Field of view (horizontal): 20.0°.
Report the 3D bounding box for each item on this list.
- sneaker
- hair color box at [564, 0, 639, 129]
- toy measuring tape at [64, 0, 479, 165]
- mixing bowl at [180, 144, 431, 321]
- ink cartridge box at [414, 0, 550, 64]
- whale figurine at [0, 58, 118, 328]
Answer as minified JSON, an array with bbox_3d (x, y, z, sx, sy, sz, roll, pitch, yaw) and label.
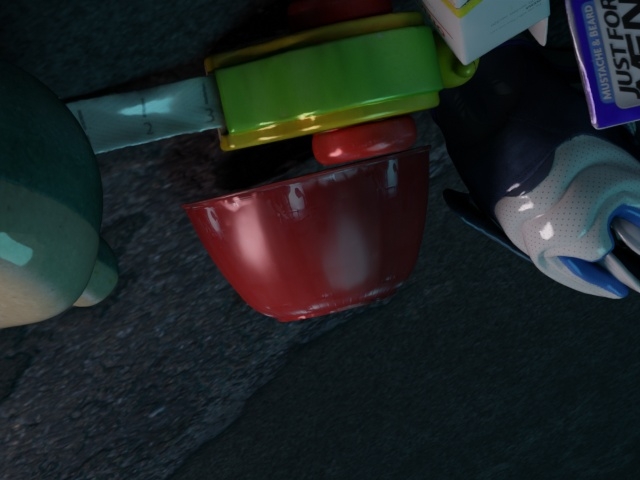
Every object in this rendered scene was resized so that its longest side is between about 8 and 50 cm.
[{"bbox_3d":[0.211,-0.033,1.392,0.130,0.236,0.323,-41,154,18],"label":"sneaker"},{"bbox_3d":[0.331,-0.176,1.193,0.339,0.110,0.185,-14,-164,10],"label":"hair color box"},{"bbox_3d":[-0.034,-0.094,1.139,0.330,0.121,0.121,-13,150,-27],"label":"toy measuring tape"},{"bbox_3d":[0.000,0.000,1.277,0.181,0.098,0.181,-13,-178,0],"label":"mixing bowl"},{"bbox_3d":[0.079,-0.187,1.095,0.067,0.115,0.198,-31,155,-5],"label":"ink cartridge box"},{"bbox_3d":[-0.219,-0.022,1.055,0.216,0.141,0.272,12,163,-11],"label":"whale figurine"}]
